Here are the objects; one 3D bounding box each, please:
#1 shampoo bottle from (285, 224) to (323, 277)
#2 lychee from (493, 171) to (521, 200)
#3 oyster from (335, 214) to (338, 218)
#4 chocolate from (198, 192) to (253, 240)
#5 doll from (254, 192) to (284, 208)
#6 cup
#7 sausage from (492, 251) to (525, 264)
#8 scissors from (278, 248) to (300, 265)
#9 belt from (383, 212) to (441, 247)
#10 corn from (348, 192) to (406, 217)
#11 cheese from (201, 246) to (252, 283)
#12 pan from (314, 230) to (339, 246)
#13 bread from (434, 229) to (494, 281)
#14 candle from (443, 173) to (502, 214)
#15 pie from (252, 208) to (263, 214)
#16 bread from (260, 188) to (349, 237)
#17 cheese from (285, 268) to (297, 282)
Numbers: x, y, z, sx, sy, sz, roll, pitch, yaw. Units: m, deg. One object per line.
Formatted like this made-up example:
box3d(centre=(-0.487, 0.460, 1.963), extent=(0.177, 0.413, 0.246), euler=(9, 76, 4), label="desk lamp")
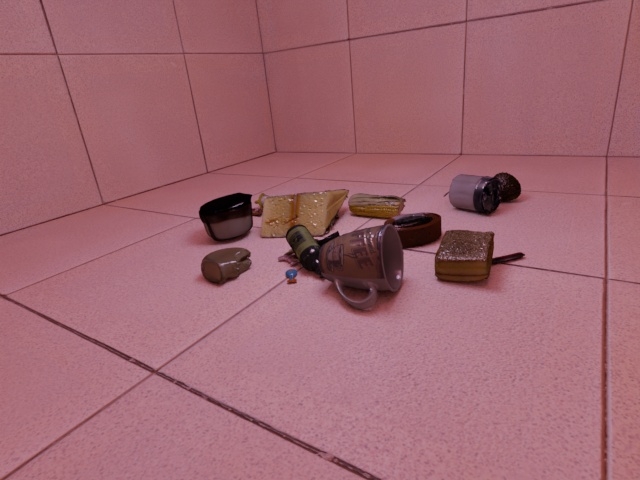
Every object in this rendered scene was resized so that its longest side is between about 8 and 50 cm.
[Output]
box3d(centre=(-0.046, 0.048, 1.585), extent=(0.101, 0.101, 0.283), euler=(-14, 40, -20), label="shampoo bottle")
box3d(centre=(0.976, -0.279, 2.123), extent=(0.172, 0.171, 0.171), euler=(-5, 22, 2), label="lychee")
box3d(centre=(0.004, -0.155, 2.149), extent=(0.191, 0.081, 0.163), euler=(-4, 26, 15), label="oyster")
box3d(centre=(-0.456, -0.108, 2.001), extent=(0.284, 0.186, 0.283), euler=(-13, 25, 6), label="chocolate")
box3d(centre=(-0.283, -0.227, 2.374), extent=(0.241, 0.098, 0.135), euler=(7, 48, 32), label="doll")
box3d(centre=(0.127, 0.101, 1.365), extent=(0.257, 0.227, 0.300), euler=(-8, 48, 29), label="cup")
box3d(centre=(0.673, 0.069, 1.484), extent=(0.199, 0.025, 0.028), euler=(-10, -14, -13), label="sausage")
box3d(centre=(-0.032, 0.038, 1.744), extent=(0.318, 0.024, 0.160), euler=(-24, 26, -37), label="scissors")
box3d(centre=(0.399, -0.049, 1.749), extent=(0.262, 0.105, 0.184), euler=(-16, 26, -18), label="belt")
box3d(centre=(0.292, -0.184, 2.083), extent=(0.306, 0.123, 0.122), euler=(8, 24, 30), label="corn")
box3d(centre=(-0.373, 0.090, 1.610), extent=(0.176, 0.090, 0.203), euler=(17, 32, 42), label="cheese")
box3d(centre=(0.001, 0.003, 1.723), extent=(0.115, 0.040, 0.212), euler=(-26, 7, -34), label="pan")
box3d(centre=(0.517, 0.054, 1.436), extent=(0.185, 0.110, 0.234), euler=(1, 27, 30), label="bread")
box3d(centre=(0.753, -0.246, 2.052), extent=(0.188, 0.187, 0.330), euler=(-20, 23, -31), label="candle")
box3d(centre=(-0.400, -0.169, 2.340), extent=(0.170, 0.034, 0.092), euler=(3, 27, 23), label="pie")
box3d(centre=(-0.063, -0.148, 2.076), extent=(0.347, 0.241, 0.405), euler=(1, 5, 20), label="bread")
box3d(centre=(-0.111, 0.134, 1.531), extent=(0.047, 0.017, 0.111), euler=(-10, 22, -2), label="cheese")
